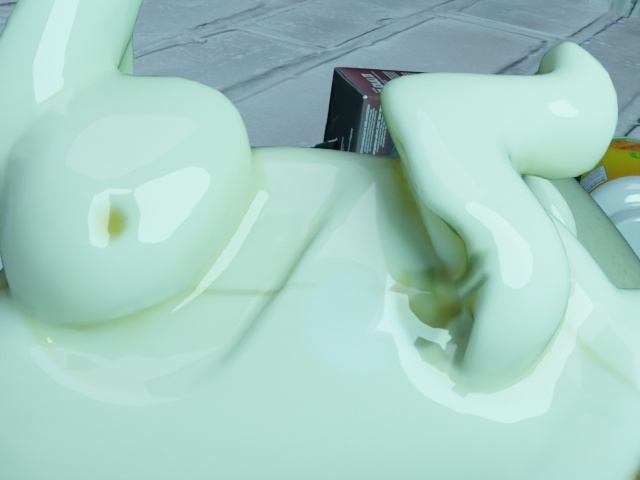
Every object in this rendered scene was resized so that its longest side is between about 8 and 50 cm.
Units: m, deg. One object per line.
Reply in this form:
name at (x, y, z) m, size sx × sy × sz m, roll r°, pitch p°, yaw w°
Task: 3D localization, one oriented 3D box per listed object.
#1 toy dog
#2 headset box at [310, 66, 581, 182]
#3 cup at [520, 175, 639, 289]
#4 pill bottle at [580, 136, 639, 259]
toy dog at (0.033, 0.080, 0.623) m, size 0.407 × 0.285 × 0.395 m, roll 18°, pitch 53°, yaw 5°
headset box at (0.121, -0.062, 1.502) m, size 0.293 × 0.218 × 0.110 m, roll 2°, pitch 22°, yaw -18°
cup at (0.128, 0.151, 0.906) m, size 0.331 × 0.331 × 0.237 m, roll -15°, pitch 52°, yaw -46°
pill bottle at (0.350, -0.020, 1.593) m, size 0.136 × 0.136 × 0.246 m, roll 9°, pitch 21°, yaw 2°
